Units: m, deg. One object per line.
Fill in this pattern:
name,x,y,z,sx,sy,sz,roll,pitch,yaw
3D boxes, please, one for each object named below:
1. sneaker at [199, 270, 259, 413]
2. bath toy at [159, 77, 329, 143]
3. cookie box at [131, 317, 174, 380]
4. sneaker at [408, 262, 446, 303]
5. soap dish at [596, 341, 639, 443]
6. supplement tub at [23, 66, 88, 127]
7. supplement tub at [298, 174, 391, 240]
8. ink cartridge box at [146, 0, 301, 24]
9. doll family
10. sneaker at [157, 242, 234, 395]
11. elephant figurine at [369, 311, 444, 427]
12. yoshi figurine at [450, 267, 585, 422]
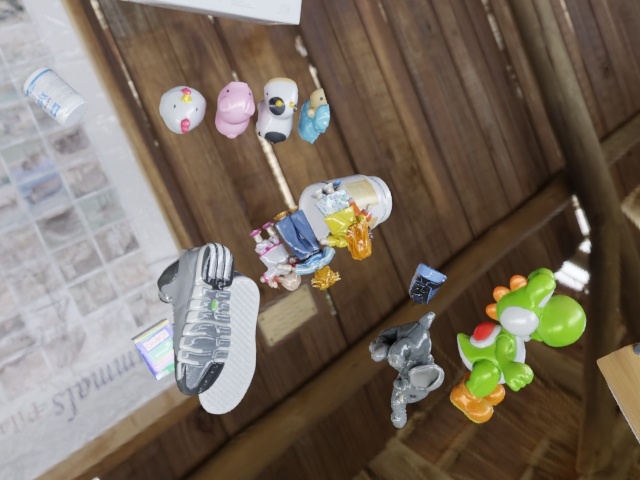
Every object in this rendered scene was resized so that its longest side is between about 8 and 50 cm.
sneaker,-0.211,0.225,1.776,0.126,0.321,0.127,10,-171,-24
bath toy,-0.163,-0.273,1.660,0.348,0.151,0.129,0,-151,-14
cookie box,-0.353,0.241,1.733,0.092,0.107,0.040,-33,-170,-20
sneaker,0.277,0.121,2.060,0.090,0.081,0.232,-60,166,-4
soap dish,0.608,0.269,1.225,0.229,0.118,0.291,-11,-132,-8
supplement tub,-0.512,-0.278,1.513,0.071,0.107,0.071,-49,179,-1
supplement tub,0.063,-0.084,1.917,0.199,0.144,0.144,-14,-179,-40
ink cartridge box,-0.184,-0.540,1.383,0.309,0.272,0.130,2,-168,-29
doll family,0.000,0.000,1.468,0.263,0.163,0.118,-32,179,-10
sneaker,-0.203,0.118,1.199,0.132,0.229,0.086,0,165,43
elephant figurine,0.243,0.342,2.045,0.186,0.239,0.169,-19,-161,38
yoshi figurine,0.448,0.239,1.713,0.203,0.362,0.203,11,-151,-27
